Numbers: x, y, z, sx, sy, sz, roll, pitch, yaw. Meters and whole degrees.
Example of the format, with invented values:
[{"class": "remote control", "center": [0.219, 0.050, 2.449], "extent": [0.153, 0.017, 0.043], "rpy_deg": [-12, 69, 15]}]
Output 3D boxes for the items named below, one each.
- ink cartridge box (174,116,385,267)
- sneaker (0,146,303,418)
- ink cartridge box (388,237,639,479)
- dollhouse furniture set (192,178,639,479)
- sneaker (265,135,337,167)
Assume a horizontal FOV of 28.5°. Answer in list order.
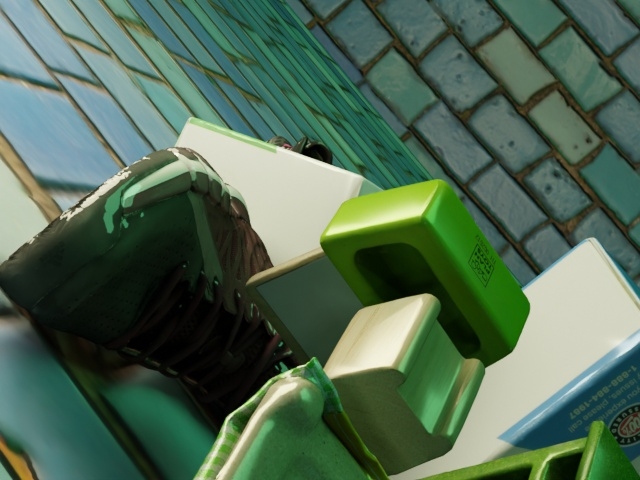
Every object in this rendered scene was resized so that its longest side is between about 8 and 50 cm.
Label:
[{"class": "ink cartridge box", "center": [0.000, 0.000, 0.901], "extent": [0.153, 0.087, 0.208], "rpy_deg": [21, -4, 30]}, {"class": "sneaker", "center": [-0.050, 0.046, 0.660], "extent": [0.162, 0.106, 0.281], "rpy_deg": [54, 10, 6]}, {"class": "ink cartridge box", "center": [0.205, 0.187, 0.881], "extent": [0.307, 0.223, 0.129], "rpy_deg": [44, 12, -27]}, {"class": "dollhouse furniture set", "center": [-0.007, 0.143, 0.502], "extent": [0.198, 0.151, 0.301], "rpy_deg": [54, 38, -17]}, {"class": "sneaker", "center": [-0.019, -0.075, 1.300], "extent": [0.063, 0.075, 0.170], "rpy_deg": [45, 11, -21]}]
